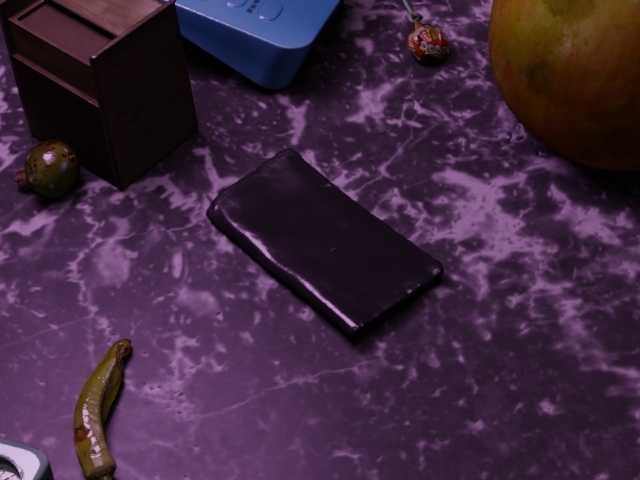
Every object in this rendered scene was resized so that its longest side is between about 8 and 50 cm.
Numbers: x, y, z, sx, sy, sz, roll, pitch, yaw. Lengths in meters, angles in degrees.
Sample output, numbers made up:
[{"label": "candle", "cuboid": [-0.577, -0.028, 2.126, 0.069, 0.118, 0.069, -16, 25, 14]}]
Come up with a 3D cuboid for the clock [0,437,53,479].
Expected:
[{"label": "clock", "cuboid": [-0.344, 0.266, 1.567, 0.101, 0.041, 0.135, 15, 51, 18]}]

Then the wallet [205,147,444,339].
[{"label": "wallet", "cuboid": [0.000, -0.001, 1.790, 0.146, 0.030, 0.285, -36, 52, -21]}]

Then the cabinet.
[{"label": "cabinet", "cuboid": [-0.268, -0.213, 1.887, 0.175, 0.215, 0.148, 30, 57, 29]}]

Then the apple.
[{"label": "apple", "cuboid": [0.365, -0.257, 1.808, 0.340, 0.339, 0.339, -3, 47, 3]}]

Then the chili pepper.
[{"label": "chili pepper", "cuboid": [-0.237, 0.180, 1.637, 0.049, 0.043, 0.208, -13, 45, 11]}]

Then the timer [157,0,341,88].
[{"label": "timer", "cuboid": [-0.097, -0.344, 2.015, 0.250, 0.091, 0.232, 29, 53, -1]}]

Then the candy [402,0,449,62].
[{"label": "candy", "cuboid": [0.126, -0.297, 2.055, 0.056, 0.049, 0.184, 12, 34, -24]}]

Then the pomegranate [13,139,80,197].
[{"label": "pomegranate", "cuboid": [-0.335, -0.090, 1.884, 0.084, 0.073, 0.073, 13, 48, 38]}]
